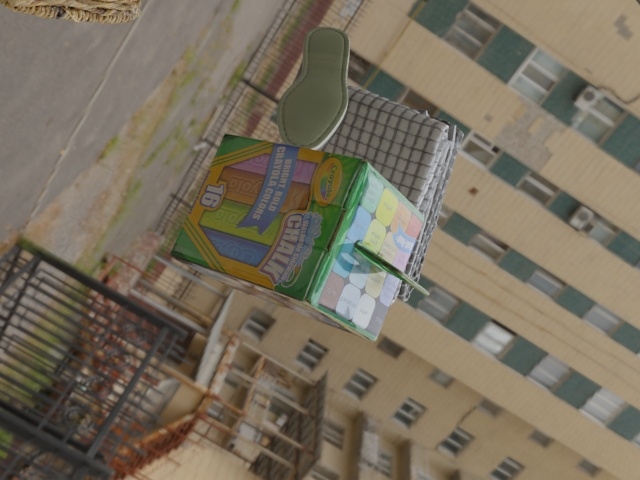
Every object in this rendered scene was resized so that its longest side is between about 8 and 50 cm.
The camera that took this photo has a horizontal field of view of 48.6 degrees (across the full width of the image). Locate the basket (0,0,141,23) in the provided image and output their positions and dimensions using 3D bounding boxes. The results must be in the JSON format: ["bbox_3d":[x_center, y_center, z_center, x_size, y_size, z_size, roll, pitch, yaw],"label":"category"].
[{"bbox_3d":[-0.373,-0.419,0.877,0.214,0.299,0.223,-25,170,-19],"label":"basket"}]

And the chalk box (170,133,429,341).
[{"bbox_3d":[0.000,0.000,0.639,0.132,0.213,0.132,37,72,-54],"label":"chalk box"}]

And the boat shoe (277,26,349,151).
[{"bbox_3d":[-0.004,-0.176,0.895,0.068,0.081,0.227,97,5,-52],"label":"boat shoe"}]

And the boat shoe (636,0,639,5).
[{"bbox_3d":[0.320,-0.281,0.718,0.065,0.183,0.083,-55,173,2],"label":"boat shoe"}]

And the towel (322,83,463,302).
[{"bbox_3d":[0.063,-0.074,1.042,0.121,0.235,0.283,-7,117,-56],"label":"towel"}]
